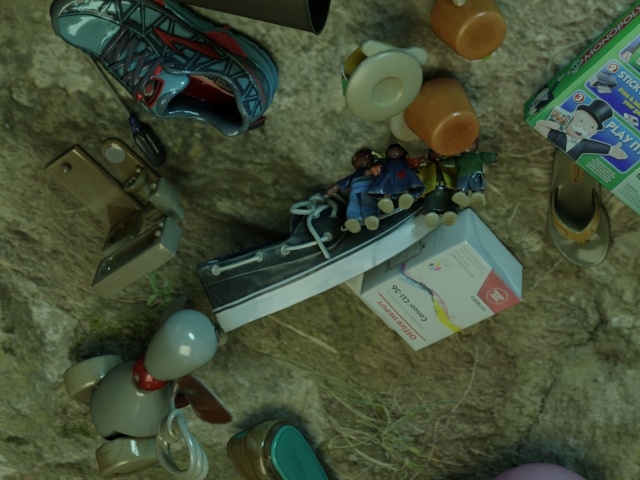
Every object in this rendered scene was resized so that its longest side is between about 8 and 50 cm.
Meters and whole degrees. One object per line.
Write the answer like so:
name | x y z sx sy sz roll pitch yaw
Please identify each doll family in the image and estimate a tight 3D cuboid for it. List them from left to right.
doll family | 0.101 -0.070 1.791 0.193 0.111 0.076 -1 142 1

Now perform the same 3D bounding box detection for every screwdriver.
screwdriver | -0.224 -0.155 1.840 0.025 0.024 0.170 -29 117 -4

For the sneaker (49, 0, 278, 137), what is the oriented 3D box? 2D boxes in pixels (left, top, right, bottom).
sneaker | -0.171 -0.195 1.721 0.262 0.125 0.104 21 130 -8

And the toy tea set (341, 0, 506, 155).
toy tea set | 0.098 -0.239 1.670 0.200 0.124 0.336 -8 131 -22

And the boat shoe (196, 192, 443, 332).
boat shoe | 0.000 -0.001 1.868 0.306 0.113 0.105 -25 94 16

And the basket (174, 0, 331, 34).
basket | -0.108 -0.312 1.600 0.227 0.154 0.204 6 130 10

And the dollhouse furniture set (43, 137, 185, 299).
dollhouse furniture set | -0.246 -0.036 1.854 0.144 0.151 0.123 -31 118 29

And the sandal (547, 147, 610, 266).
sandal | 0.293 -0.037 1.819 0.072 0.049 0.180 -1 129 10

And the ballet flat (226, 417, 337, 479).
ballet flat | -0.022 0.375 2.200 0.124 0.116 0.342 -6 131 41

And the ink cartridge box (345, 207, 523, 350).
ink cartridge box | 0.130 0.057 1.917 0.198 0.067 0.115 -29 120 30

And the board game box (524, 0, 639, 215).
board game box | 0.407 -0.111 1.722 0.317 0.046 0.213 37 119 -19

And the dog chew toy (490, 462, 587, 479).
dog chew toy | 0.222 0.414 2.128 0.332 0.206 0.206 -18 125 34

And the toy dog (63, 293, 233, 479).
toy dog | -0.187 0.183 2.017 0.333 0.161 0.220 -9 92 54
